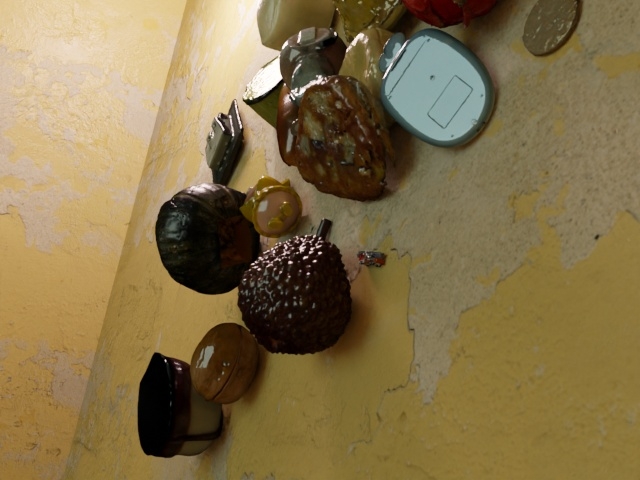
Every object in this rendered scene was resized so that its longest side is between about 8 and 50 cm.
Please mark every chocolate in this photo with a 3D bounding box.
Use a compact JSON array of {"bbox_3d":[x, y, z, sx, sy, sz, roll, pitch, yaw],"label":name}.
[{"bbox_3d":[-0.369,0.452,1.896,0.283,0.186,0.284,-16,70,54],"label":"chocolate"}]

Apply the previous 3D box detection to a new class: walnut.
[{"bbox_3d":[-0.241,0.309,1.756,0.167,0.167,0.207,6,72,62],"label":"walnut"}]

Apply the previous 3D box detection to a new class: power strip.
[{"bbox_3d":[-0.340,-0.330,2.371,0.257,0.092,0.251,-62,33,28],"label":"power strip"}]

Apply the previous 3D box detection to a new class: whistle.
[{"bbox_3d":[-0.013,-0.392,1.683,0.189,0.189,0.348,-55,18,31],"label":"whistle"}]

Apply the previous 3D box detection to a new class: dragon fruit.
[{"bbox_3d":[0.236,-0.517,1.275,0.241,0.240,0.252,-126,37,-57],"label":"dragon fruit"}]

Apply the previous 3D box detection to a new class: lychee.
[{"bbox_3d":[-0.043,0.105,1.451,0.271,0.271,0.272,-38,44,48],"label":"lychee"}]

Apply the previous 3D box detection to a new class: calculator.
[{"bbox_3d":[0.206,-0.295,1.317,0.303,0.042,0.188,49,116,34],"label":"calculator"}]

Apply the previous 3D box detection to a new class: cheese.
[{"bbox_3d":[0.112,-0.339,1.527,0.214,0.117,0.226,-43,44,53],"label":"cheese"}]

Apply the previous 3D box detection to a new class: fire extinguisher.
[{"bbox_3d":[-0.006,-0.002,1.641,0.046,0.032,0.100,10,78,51],"label":"fire extinguisher"}]

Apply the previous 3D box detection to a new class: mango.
[{"bbox_3d":[-0.057,-0.310,1.816,0.133,0.111,0.268,130,143,-53],"label":"mango"}]

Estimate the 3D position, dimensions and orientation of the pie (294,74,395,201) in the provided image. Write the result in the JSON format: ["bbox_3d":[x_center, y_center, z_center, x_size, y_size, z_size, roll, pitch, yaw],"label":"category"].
[{"bbox_3d":[0.049,-0.214,1.478,0.308,0.085,0.308,33,135,41],"label":"pie"}]

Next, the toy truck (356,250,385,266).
[{"bbox_3d":[0.102,0.037,1.430,0.083,0.024,0.032,-3,76,61],"label":"toy truck"}]

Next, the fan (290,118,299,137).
[{"bbox_3d":[0.024,-0.247,1.672,0.152,0.008,0.227,-32,54,3],"label":"fan"}]

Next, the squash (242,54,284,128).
[{"bbox_3d":[-0.114,-0.449,2.040,0.220,0.133,0.220,-38,32,29],"label":"squash"}]

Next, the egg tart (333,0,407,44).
[{"bbox_3d":[0.124,-0.619,1.605,0.345,0.132,0.345,-48,28,37],"label":"egg tart"}]

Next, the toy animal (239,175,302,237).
[{"bbox_3d":[-0.121,-0.086,1.800,0.230,0.156,0.156,-125,56,-69],"label":"toy animal"}]

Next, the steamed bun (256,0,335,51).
[{"bbox_3d":[-0.065,-0.639,1.918,0.154,0.200,0.250,-21,60,55],"label":"steamed bun"}]

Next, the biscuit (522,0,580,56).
[{"bbox_3d":[0.379,-0.361,1.150,0.120,0.015,0.120,-37,45,49],"label":"biscuit"}]

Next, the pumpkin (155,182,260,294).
[{"bbox_3d":[-0.297,-0.003,1.897,0.192,0.320,0.321,7,81,37],"label":"pumpkin"}]
